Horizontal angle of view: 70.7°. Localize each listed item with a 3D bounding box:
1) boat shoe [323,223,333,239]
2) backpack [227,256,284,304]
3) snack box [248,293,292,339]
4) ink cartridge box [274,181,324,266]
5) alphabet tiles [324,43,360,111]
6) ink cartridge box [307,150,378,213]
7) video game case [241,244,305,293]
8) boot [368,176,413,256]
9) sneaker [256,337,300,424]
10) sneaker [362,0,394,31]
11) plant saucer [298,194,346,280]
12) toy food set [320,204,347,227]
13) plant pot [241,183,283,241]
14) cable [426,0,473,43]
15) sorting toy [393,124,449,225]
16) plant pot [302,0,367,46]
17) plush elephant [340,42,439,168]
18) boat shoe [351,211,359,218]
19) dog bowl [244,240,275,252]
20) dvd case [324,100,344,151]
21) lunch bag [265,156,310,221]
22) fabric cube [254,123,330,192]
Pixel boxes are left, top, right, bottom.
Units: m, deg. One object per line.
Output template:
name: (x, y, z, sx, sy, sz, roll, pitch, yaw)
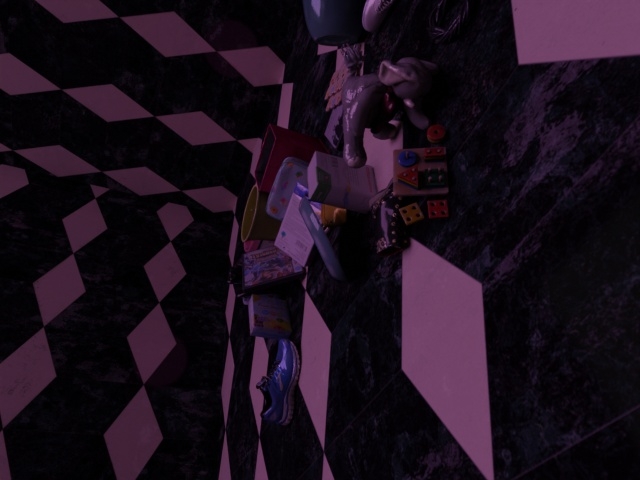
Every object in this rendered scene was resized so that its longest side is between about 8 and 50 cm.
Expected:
boat shoe: (0.034, -0.065, 1.749, 0.049, 0.043, 0.137, -113, 41, -61)
backpack: (-0.292, 0.178, 2.204, 0.263, 0.276, 0.213, -95, 3, -59)
snack box: (-0.229, 0.343, 2.016, 0.207, 0.174, 0.070, -109, 38, -55)
ink cartridge box: (-0.067, -0.067, 1.862, 0.186, 0.065, 0.311, 35, 120, 26)
alphabet tiles: (0.093, -0.707, 1.965, 0.284, 0.021, 0.278, 7, 77, 70)
ink cartridge box: (0.070, -0.189, 1.483, 0.093, 0.212, 0.154, 120, 154, -47)
video game case: (-0.219, 0.112, 2.032, 0.248, 0.275, 0.035, -105, -1, -52)
boot: (0.217, -0.071, 1.214, 0.236, 0.085, 0.178, -39, 49, 54)
sneaker: (-0.170, 0.546, 1.775, 0.130, 0.147, 0.330, 142, 138, -60)
sneaker: (0.230, -0.882, 1.643, 0.091, 0.094, 0.258, -92, 25, -46)
plant saucer: (0.000, 0.000, 1.505, 0.317, 0.044, 0.317, 64, 178, 4)
toy food set: (0.070, -0.141, 1.680, 0.128, 0.071, 0.218, -15, 63, 41)
plant pot: (-0.217, -0.101, 2.142, 0.276, 0.254, 0.276, -167, 90, -71)
cable: (0.355, -0.611, 1.228, 0.184, 0.047, 0.150, 176, 101, -67)
sorting toy: (0.245, -0.170, 1.106, 0.046, 0.132, 0.274, 66, -155, -65)
plant pot: (0.065, -0.957, 1.888, 0.293, 0.293, 0.235, -157, 64, -70)
plush elephant: (0.204, -0.395, 1.249, 0.255, 0.272, 0.330, 4, 118, 35)
boat shoe: (0.113, -0.137, 1.583, 0.049, 0.042, 0.133, 135, 142, -52)
dog bowl: (-0.322, -0.082, 2.568, 0.408, 0.150, 0.408, -168, 90, -70)
dvd case: (0.080, -0.497, 1.910, 0.238, 0.029, 0.179, -112, 39, -59)
lunch bag: (-0.100, -0.200, 1.942, 0.108, 0.224, 0.279, -84, 16, -64)
fabric cube: (-0.139, -0.354, 2.082, 0.254, 0.258, 0.259, -115, 42, -58)
